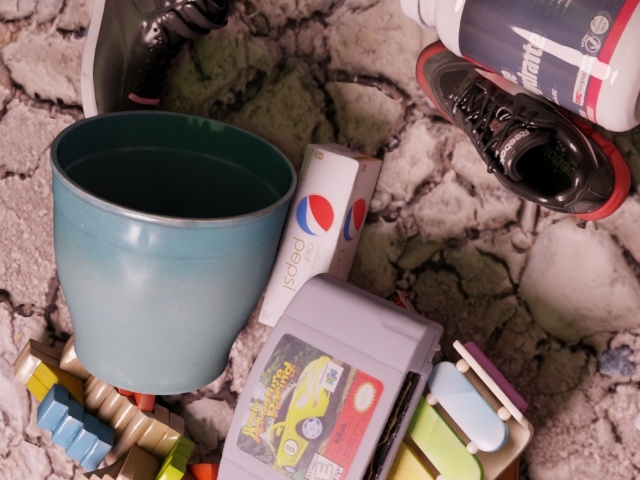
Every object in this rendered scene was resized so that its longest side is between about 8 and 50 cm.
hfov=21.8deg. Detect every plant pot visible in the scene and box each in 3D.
[{"bbox_3d":[-0.181,0.023,1.876,0.272,0.272,0.255,22,120,21],"label":"plant pot"}]

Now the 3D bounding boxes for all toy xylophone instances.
[{"bbox_3d":[0.080,0.238,1.803,0.236,0.081,0.322,41,103,30],"label":"toy xylophone"}]

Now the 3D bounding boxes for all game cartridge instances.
[{"bbox_3d":[-0.001,0.192,1.790,0.196,0.060,0.294,23,91,42],"label":"game cartridge"}]

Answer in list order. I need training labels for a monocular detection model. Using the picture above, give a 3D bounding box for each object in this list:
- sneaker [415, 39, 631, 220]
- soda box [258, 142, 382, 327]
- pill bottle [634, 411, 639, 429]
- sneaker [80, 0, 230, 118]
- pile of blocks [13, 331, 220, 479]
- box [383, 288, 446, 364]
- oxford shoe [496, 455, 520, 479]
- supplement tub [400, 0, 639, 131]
[{"bbox_3d":[0.202,-0.123,1.759,0.276,0.135,0.097,42,110,17],"label":"sneaker"},{"bbox_3d":[0.000,0.000,1.889,0.069,0.074,0.216,20,102,22],"label":"soda box"},{"bbox_3d":[0.382,0.156,1.735,0.067,0.067,0.120,37,107,17],"label":"pill bottle"},{"bbox_3d":[-0.188,-0.227,1.937,0.147,0.104,0.295,7,92,28],"label":"sneaker"},{"bbox_3d":[-0.227,0.223,1.965,0.362,0.149,0.112,40,108,17],"label":"pile of blocks"},{"bbox_3d":[0.063,0.130,1.896,0.137,0.027,0.094,-34,81,22],"label":"box"},{"bbox_3d":[0.178,0.247,1.829,0.076,0.076,0.212,-17,85,26],"label":"oxford shoe"},{"bbox_3d":[0.239,-0.248,1.701,0.272,0.191,0.191,29,105,19],"label":"supplement tub"}]
